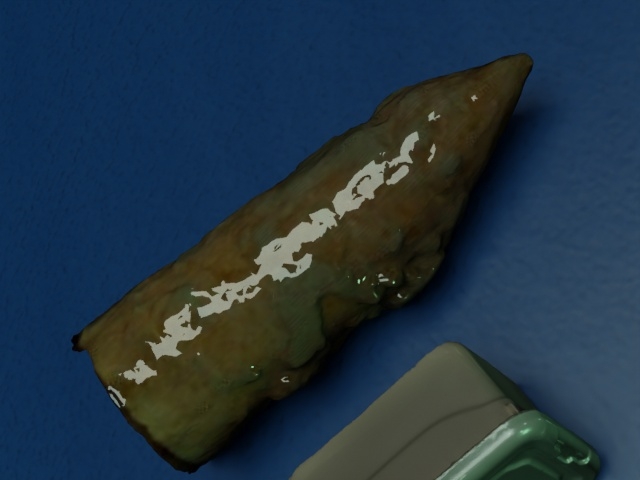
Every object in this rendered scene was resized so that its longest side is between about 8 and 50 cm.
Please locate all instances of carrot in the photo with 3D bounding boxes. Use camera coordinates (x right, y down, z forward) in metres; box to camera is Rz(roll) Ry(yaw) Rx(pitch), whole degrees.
[{"bbox_3d":[0.000,0.000,0.498,0.263,0.102,0.102,-42,61,9],"label":"carrot"}]

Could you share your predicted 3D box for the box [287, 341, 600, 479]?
[{"bbox_3d":[0.049,0.106,0.447,0.122,0.089,0.062,-43,50,10],"label":"box"}]
